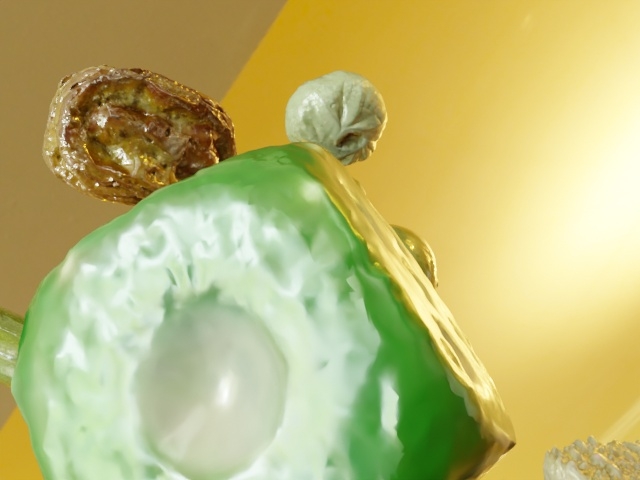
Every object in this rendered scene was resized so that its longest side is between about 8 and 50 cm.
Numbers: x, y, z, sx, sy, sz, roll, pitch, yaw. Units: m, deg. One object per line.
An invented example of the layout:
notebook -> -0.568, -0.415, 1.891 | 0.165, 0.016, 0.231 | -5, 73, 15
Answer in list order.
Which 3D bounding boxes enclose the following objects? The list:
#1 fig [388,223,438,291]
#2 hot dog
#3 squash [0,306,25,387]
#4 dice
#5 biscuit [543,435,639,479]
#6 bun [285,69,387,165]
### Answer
fig -> 0.122, 0.097, 1.735 | 0.316, 0.316, 0.316 | -23, -40, -21
hot dog -> -0.222, -0.128, 0.963 | 0.259, 0.114, 0.175 | 11, -93, -29
squash -> -0.327, 0.093, 0.703 | 0.069, 0.239, 0.069 | 22, -90, -86
dice -> -0.039, 0.110, 0.606 | 0.297, 0.287, 0.300 | -32, -12, 10
biscuit -> 0.457, 0.362, 1.047 | 0.281, 0.179, 0.084 | 9, -73, -32
bun -> 0.031, -0.220, 1.372 | 0.195, 0.118, 0.195 | -8, -47, -9
